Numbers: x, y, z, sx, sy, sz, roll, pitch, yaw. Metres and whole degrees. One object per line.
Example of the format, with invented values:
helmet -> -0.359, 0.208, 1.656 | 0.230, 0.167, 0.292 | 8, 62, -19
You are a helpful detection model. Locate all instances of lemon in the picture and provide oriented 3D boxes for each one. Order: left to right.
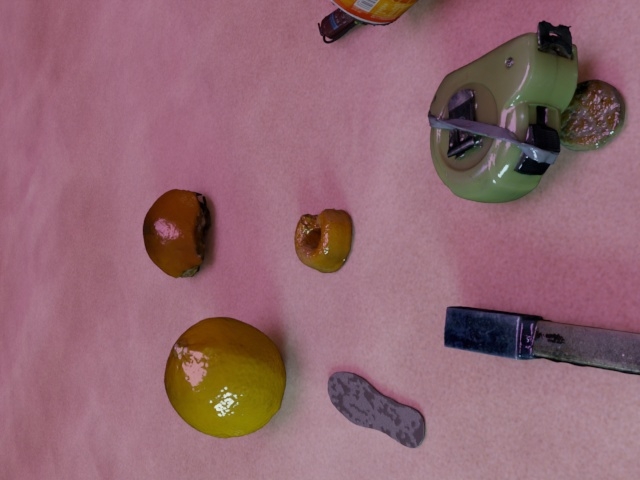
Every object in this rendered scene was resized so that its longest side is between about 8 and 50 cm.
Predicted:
lemon -> -0.148, 0.206, 1.155 | 0.178, 0.203, 0.178 | -28, 42, 28

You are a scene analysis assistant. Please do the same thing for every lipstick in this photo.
lipstick -> 0.268, 0.108, 0.795 | 0.312, 0.051, 0.051 | 3, 85, 48

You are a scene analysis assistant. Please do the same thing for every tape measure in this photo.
tape measure -> 0.193, -0.131, 0.865 | 0.200, 0.106, 0.175 | -11, 76, 58

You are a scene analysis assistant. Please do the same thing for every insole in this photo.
insole -> 0.072, 0.228, 1.037 | 0.193, 0.006, 0.065 | 16, 96, 49

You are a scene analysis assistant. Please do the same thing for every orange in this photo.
orange -> -0.270, -0.015, 1.404 | 0.160, 0.112, 0.170 | -60, 34, 25

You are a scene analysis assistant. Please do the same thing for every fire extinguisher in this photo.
fire extinguisher -> 0.040, -0.332, 1.137 | 0.132, 0.039, 0.056 | -21, 60, 46

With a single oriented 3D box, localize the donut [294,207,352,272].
donut -> 0.000, 0.000, 1.130 | 0.108, 0.043, 0.097 | -20, 69, 51

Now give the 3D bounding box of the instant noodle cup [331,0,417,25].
instant noodle cup -> 0.087, -0.393, 0.975 | 0.174, 0.213, 0.213 | -41, 55, 47

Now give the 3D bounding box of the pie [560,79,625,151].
pie -> 0.291, -0.135, 0.826 | 0.085, 0.017, 0.085 | -11, 76, 48
